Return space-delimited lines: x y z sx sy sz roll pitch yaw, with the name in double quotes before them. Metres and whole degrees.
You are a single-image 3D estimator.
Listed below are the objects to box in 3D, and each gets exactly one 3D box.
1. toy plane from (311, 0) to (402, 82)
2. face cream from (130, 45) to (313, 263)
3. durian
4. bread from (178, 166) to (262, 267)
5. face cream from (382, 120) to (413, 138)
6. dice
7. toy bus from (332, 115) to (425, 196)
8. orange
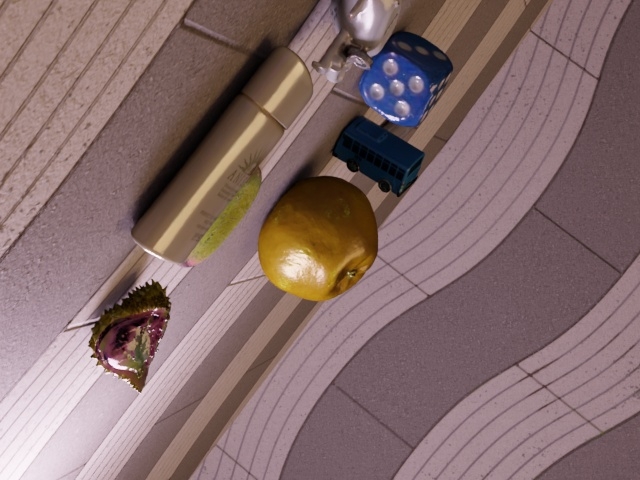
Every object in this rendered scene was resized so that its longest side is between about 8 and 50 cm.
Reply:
"toy plane" 0.063 -0.348 1.554 0.244 0.117 0.244 -59 176 -7
"face cream" -0.135 -0.122 1.538 0.348 0.081 0.173 -51 171 1
"durian" -0.322 0.138 1.690 0.108 0.119 0.186 4 120 -33
"bread" -0.174 -0.039 1.839 0.228 0.033 0.228 -48 171 -10
"face cream" 0.182 -0.272 2.649 0.198 0.057 0.084 -43 168 -35
"dice" 0.173 -0.324 2.112 0.143 0.146 0.146 -60 172 33
"toy bus" 0.127 -0.190 2.300 0.090 0.185 0.106 -45 161 -41
"orange" 0.000 0.000 2.236 0.279 0.235 0.279 -46 162 -19
